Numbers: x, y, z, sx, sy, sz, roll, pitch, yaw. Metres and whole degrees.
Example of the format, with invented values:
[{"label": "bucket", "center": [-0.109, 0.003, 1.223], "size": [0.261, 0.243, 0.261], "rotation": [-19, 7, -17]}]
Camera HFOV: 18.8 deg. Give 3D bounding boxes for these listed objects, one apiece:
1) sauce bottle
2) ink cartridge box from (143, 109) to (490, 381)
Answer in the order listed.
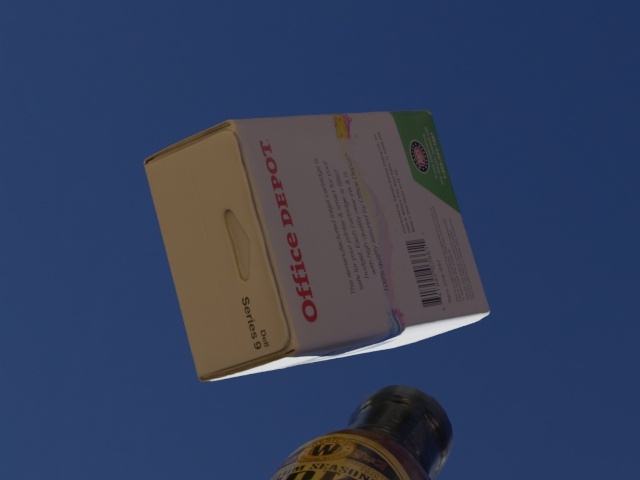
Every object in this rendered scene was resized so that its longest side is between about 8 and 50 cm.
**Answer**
[{"label": "sauce bottle", "center": [0.006, 0.180, 1.148], "size": [0.111, 0.344, 0.111], "rotation": [5, -71, 14]}, {"label": "ink cartridge box", "center": [0.000, 0.000, 1.289], "size": [0.093, 0.212, 0.154], "rotation": [-21, -99, 38]}]
